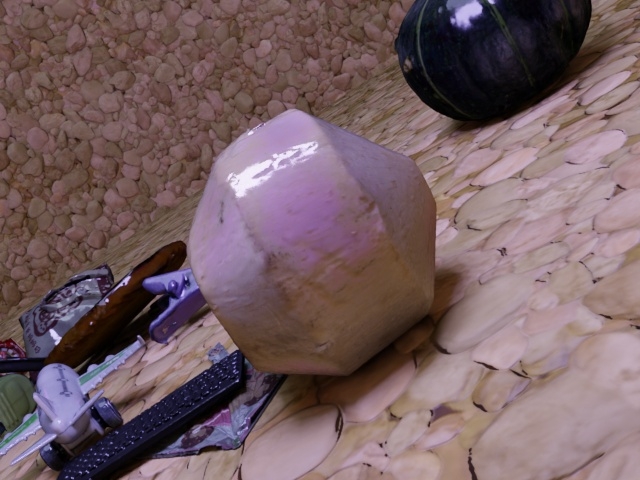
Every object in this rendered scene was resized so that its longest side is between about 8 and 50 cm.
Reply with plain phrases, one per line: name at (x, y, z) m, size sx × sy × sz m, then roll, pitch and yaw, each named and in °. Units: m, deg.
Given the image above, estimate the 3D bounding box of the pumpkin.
pumpkin at (0.280, -0.344, 1.042) m, size 0.323 × 0.241 × 0.323 m, roll -33°, pitch 13°, yaw 8°

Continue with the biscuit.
biscuit at (-0.350, 0.119, 1.120) m, size 0.318 × 0.040 × 0.318 m, roll -44°, pitch 2°, yaw 2°

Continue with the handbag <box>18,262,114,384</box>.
handbag at (-0.530, 0.160, 1.339) m, size 0.235 × 0.127 × 0.213 m, roll -39°, pitch 39°, yaw -3°

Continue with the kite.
kite at (-0.105, 0.157, 0.684) m, size 0.323 × 0.013 × 0.268 m, roll -34°, pitch 15°, yaw -4°

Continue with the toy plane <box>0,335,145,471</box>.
toy plane at (-0.322, 0.211, 0.802) m, size 0.251 × 0.101 × 0.255 m, roll -38°, pitch 11°, yaw -17°

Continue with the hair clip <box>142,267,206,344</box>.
hair clip at (-0.162, 0.043, 0.990) m, size 0.278 × 0.137 × 0.090 m, roll -35°, pitch 50°, yaw -5°

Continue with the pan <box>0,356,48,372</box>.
pan at (-0.559, 0.231, 1.180) m, size 0.136 × 0.028 × 0.235 m, roll 2°, pitch -10°, yaw -29°

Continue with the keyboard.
keyboard at (-0.184, 0.199, 0.672) m, size 0.250 × 0.017 × 0.087 m, roll -33°, pitch 15°, yaw 5°

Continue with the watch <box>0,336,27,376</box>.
watch at (-0.780, 0.314, 1.476) m, size 0.268 × 0.102 × 0.165 m, roll -26°, pitch 18°, yaw 45°

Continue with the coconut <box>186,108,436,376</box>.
coconut at (0.000, 0.000, 0.568) m, size 0.237 × 0.237 × 0.197 m, roll -34°, pitch 19°, yaw -5°

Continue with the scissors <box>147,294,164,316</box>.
scissors at (-0.234, 0.076, 1.221) m, size 0.220 × 0.017 × 0.088 m, roll -34°, pitch 11°, yaw -4°

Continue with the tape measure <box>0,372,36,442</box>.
tape measure at (-0.565, 0.287, 1.048) m, size 0.175 × 0.106 × 0.200 m, roll -25°, pitch 11°, yaw 1°
